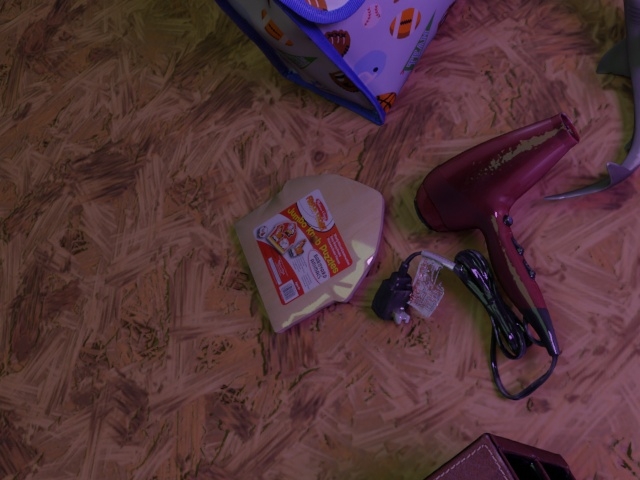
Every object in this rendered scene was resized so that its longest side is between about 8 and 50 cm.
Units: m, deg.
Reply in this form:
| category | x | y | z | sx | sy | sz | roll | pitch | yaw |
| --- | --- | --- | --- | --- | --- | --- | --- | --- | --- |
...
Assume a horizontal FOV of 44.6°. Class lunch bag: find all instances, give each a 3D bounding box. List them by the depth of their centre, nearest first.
| category | x | y | z | sx | sy | sz | roll | pitch | yaw |
| --- | --- | --- | --- | --- | --- | --- | --- | --- | --- |
| lunch bag | 0.028 | -0.373 | 0.907 | 0.239 | 0.385 | 0.328 | 30 | 85 | 33 |

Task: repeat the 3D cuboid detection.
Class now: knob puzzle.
| category | x | y | z | sx | sy | sz | roll | pitch | yaw |
| --- | --- | --- | --- | --- | --- | --- | --- | --- | --- |
| knob puzzle | 0.000 | 0.000 | 0.982 | 0.213 | 0.030 | 0.213 | -11 | 65 | 24 |

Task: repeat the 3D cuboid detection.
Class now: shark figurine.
| category | x | y | z | sx | sy | sz | roll | pitch | yaw |
| --- | --- | --- | --- | --- | --- | --- | --- | --- | --- |
| shark figurine | 0.338 | -0.169 | 0.858 | 0.116 | 0.166 | 0.278 | 14 | 94 | 56 |

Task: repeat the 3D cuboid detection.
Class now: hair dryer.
| category | x | y | z | sx | sy | sz | roll | pitch | yaw |
| --- | --- | --- | --- | --- | --- | --- | --- | --- | --- |
| hair dryer | 0.196 | -0.001 | 0.845 | 0.223 | 0.080 | 0.293 | 27 | 106 | 30 |

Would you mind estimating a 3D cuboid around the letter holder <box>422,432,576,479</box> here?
| category | x | y | z | sx | sy | sz | roll | pitch | yaw |
| --- | --- | --- | --- | --- | --- | --- | --- | --- | --- |
| letter holder | 0.110 | 0.343 | 0.651 | 0.302 | 0.152 | 0.214 | -43 | 50 | 18 |
